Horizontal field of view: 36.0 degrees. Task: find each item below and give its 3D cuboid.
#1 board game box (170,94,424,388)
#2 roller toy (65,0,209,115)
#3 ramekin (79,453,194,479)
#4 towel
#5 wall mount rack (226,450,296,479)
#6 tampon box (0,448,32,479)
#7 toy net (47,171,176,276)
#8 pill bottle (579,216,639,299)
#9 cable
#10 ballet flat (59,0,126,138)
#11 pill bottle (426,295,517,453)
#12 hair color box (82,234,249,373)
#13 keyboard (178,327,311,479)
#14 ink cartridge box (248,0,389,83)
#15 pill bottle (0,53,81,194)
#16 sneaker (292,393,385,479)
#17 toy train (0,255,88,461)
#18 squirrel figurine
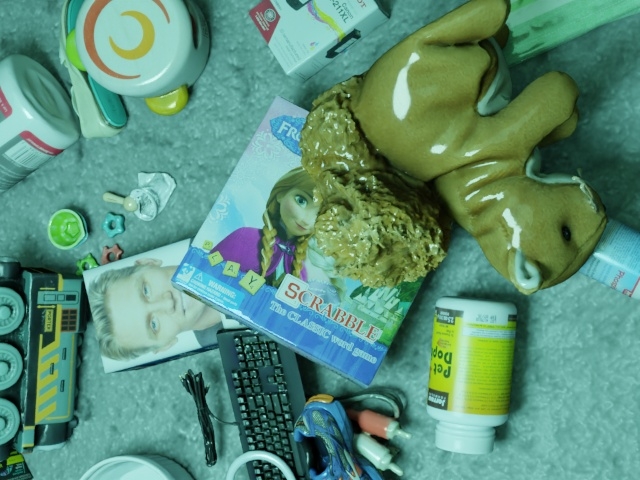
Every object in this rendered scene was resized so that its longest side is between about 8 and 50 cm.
[{"bbox_3d":[0.000,0.000,1.423,0.319,0.066,0.318,27,77,2],"label":"board game box"},{"bbox_3d":[-0.278,-0.321,1.576,0.209,0.146,0.191,33,98,6],"label":"roller toy"},{"bbox_3d":[-0.284,0.437,1.561,0.207,0.109,0.207,-1,88,18],"label":"ramekin"},{"bbox_3d":[0.322,-0.445,1.443,0.248,0.038,0.325,-22,83,17],"label":"towel"},{"bbox_3d":[-0.096,0.506,1.455,0.304,0.130,0.350,-24,92,15],"label":"wall mount rack"},{"bbox_3d":[-0.587,0.363,1.658,0.101,0.120,0.161,-33,78,15],"label":"tampon box"},{"bbox_3d":[-0.338,-0.032,1.634,0.232,0.045,0.122,-29,79,15],"label":"toy net"},{"bbox_3d":[0.423,0.028,1.359,0.160,0.087,0.087,28,96,18],"label":"pill bottle"},{"bbox_3d":[0.008,0.265,1.488,0.287,0.072,0.139,21,104,17],"label":"cable"},{"bbox_3d":[-0.398,-0.286,1.653,0.086,0.086,0.248,-18,83,17],"label":"ballet flat"},{"bbox_3d":[0.214,0.190,1.404,0.117,0.117,0.215,5,89,18],"label":"pill bottle"},{"bbox_3d":[-0.186,0.086,1.548,0.347,0.105,0.174,-17,82,17],"label":"hair color box"},{"bbox_3d":[-0.110,0.282,1.495,0.201,0.033,0.317,-5,106,21],"label":"keyboard"},{"bbox_3d":[-0.003,-0.350,1.524,0.175,0.072,0.127,-35,77,14],"label":"ink cartridge box"},{"bbox_3d":[-0.576,-0.156,1.650,0.318,0.176,0.176,-32,78,14],"label":"pill bottle"},{"bbox_3d":[0.023,0.335,1.417,0.083,0.087,0.221,-29,92,39],"label":"sneaker"},{"bbox_3d":[-0.479,0.192,1.600,0.142,0.190,0.334,7,94,57],"label":"toy train"},{"bbox_3d":[0.176,-0.079,1.319,0.397,0.281,0.370,-27,90,3],"label":"squirrel figurine"}]
